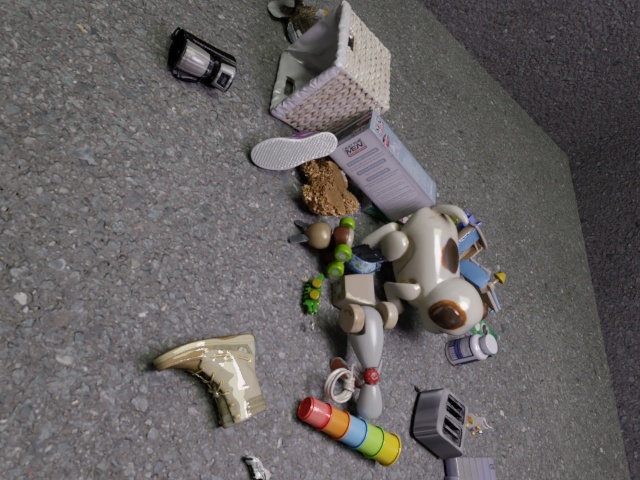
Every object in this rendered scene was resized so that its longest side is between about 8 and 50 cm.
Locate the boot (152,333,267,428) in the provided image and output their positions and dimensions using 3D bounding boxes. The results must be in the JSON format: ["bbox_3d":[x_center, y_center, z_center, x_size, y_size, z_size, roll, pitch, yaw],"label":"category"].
[{"bbox_3d":[-0.244,0.329,1.156,0.262,0.095,0.204,2,69,-48],"label":"boot"}]

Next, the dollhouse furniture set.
[{"bbox_3d":[0.607,0.126,1.840,0.286,0.198,0.303,53,-5,-37],"label":"dollhouse furniture set"}]

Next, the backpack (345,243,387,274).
[{"bbox_3d":[0.135,0.069,1.619,0.105,0.084,0.114,36,25,31],"label":"backpack"}]

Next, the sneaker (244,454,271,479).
[{"bbox_3d":[-0.151,0.538,1.177,0.083,0.032,0.037,50,43,-12],"label":"sneaker"}]

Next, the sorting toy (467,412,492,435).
[{"bbox_3d":[0.558,0.647,1.771,0.083,0.075,0.045,51,43,-10],"label":"sorting toy"}]

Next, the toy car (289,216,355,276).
[{"bbox_3d":[0.000,0.000,1.567,0.188,0.149,0.155,17,43,-6],"label":"toy car"}]

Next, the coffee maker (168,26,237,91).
[{"bbox_3d":[-0.346,-0.542,1.497,0.178,0.120,0.171,19,56,-37],"label":"coffee maker"}]

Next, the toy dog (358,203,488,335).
[{"bbox_3d":[0.385,0.118,1.667,0.284,0.395,0.408,7,56,-52],"label":"toy dog"}]

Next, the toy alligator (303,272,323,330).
[{"bbox_3d":[-0.029,0.175,1.477,0.051,0.056,0.190,8,55,7],"label":"toy alligator"}]

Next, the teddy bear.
[{"bbox_3d":[0.026,-0.188,1.693,0.245,0.113,0.338,33,41,-35],"label":"teddy bear"}]

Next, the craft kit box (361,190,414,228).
[{"bbox_3d":[0.261,-0.179,1.941,0.249,0.061,0.247,23,52,-35],"label":"craft kit box"}]

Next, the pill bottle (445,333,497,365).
[{"bbox_3d":[0.547,0.392,1.826,0.094,0.169,0.094,22,55,-35],"label":"pill bottle"}]

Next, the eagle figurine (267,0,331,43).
[{"bbox_3d":[-0.036,-0.835,1.938,0.226,0.225,0.298,-39,137,-9],"label":"eagle figurine"}]

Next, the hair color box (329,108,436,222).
[{"bbox_3d":[0.216,-0.243,1.723,0.374,0.185,0.114,43,41,-28],"label":"hair color box"}]

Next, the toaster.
[{"bbox_3d":[0.383,0.577,1.614,0.185,0.110,0.168,43,44,-19],"label":"toaster"}]

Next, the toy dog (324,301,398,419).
[{"bbox_3d":[0.112,0.327,1.469,0.220,0.161,0.334,27,72,-22],"label":"toy dog"}]

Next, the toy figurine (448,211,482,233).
[{"bbox_3d":[0.576,-0.022,2.040,0.362,0.217,0.191,-28,90,-47],"label":"toy figurine"}]

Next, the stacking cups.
[{"bbox_3d":[0.079,0.510,1.378,0.316,0.096,0.096,37,48,-21],"label":"stacking cups"}]

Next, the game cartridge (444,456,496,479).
[{"bbox_3d":[0.499,0.881,1.606,0.230,0.068,0.355,16,58,-33],"label":"game cartridge"}]

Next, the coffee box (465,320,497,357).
[{"bbox_3d":[0.634,0.369,2.018,0.184,0.040,0.113,46,45,-15],"label":"coffee box"}]

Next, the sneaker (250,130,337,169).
[{"bbox_3d":[-0.102,-0.295,1.632,0.282,0.161,0.102,-11,111,-20],"label":"sneaker"}]

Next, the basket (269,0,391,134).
[{"bbox_3d":[0.038,-0.550,1.730,0.266,0.331,0.328,32,50,-35],"label":"basket"}]

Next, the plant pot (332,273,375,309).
[{"bbox_3d":[0.096,0.163,1.567,0.096,0.109,0.109,13,60,-29],"label":"plant pot"}]
